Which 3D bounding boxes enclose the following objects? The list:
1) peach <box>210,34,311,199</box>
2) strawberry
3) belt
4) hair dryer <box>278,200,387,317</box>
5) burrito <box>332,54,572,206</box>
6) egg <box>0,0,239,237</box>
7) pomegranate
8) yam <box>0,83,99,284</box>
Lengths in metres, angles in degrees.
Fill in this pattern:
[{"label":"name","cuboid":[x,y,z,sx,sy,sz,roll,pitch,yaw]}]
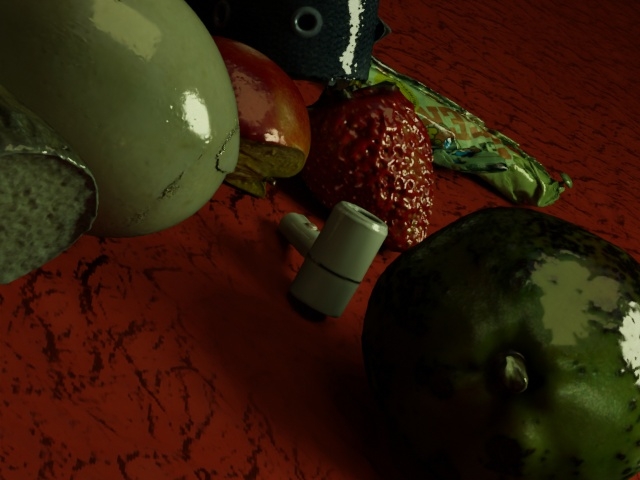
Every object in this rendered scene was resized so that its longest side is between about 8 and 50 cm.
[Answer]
[{"label":"peach","cuboid":[-0.076,-0.105,1.602,0.151,0.151,0.118,19,72,-37]},{"label":"strawberry","cuboid":[0.038,-0.063,1.692,0.131,0.148,0.131,-5,8,1]},{"label":"belt","cuboid":[-0.042,-0.205,1.702,0.122,0.128,0.218,3,7,-45]},{"label":"hair dryer","cuboid":[0.000,0.000,1.545,0.047,0.082,0.137,25,8,-25]},{"label":"burrito","cuboid":[0.130,-0.102,1.967,0.288,0.054,0.104,29,23,-18]},{"label":"egg","cuboid":[-0.170,-0.109,1.342,0.253,0.186,0.186,34,21,2]},{"label":"pomegranate","cuboid":[0.130,0.096,1.431,0.204,0.276,0.222,-31,87,-27]},{"label":"yam","cuboid":[-0.287,-0.098,1.229,0.330,0.133,0.133,43,22,25]}]
